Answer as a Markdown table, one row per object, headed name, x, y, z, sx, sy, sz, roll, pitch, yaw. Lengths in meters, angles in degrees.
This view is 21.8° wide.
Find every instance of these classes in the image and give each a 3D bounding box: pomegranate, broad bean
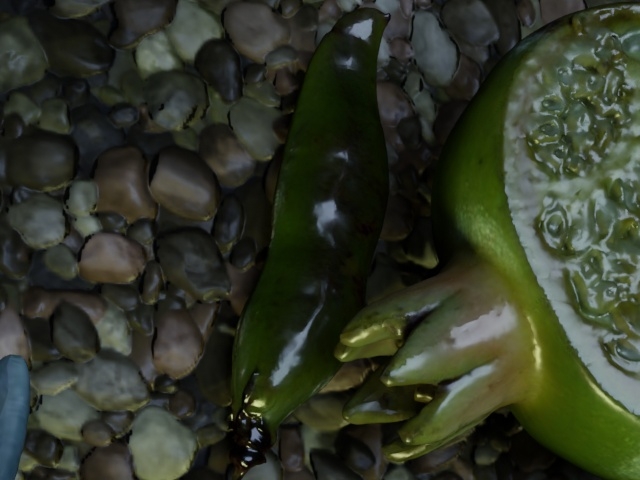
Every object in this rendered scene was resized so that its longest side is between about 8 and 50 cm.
| name | x | y | z | sx | sy | sz | roll | pitch | yaw |
| --- | --- | --- | --- | --- | --- | --- | --- | --- | --- |
| pomegranate | 0.167 | 0.030 | 1.060 | 0.358 | 0.216 | 0.310 | -26 | 84 | -15 |
| broad bean | 0.000 | 0.000 | 1.061 | 0.077 | 0.061 | 0.339 | 18 | 64 | -9 |

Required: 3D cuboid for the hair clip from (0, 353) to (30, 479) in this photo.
| name | x | y | z | sx | sy | sz | roll | pitch | yaw |
| --- | --- | --- | --- | --- | --- | --- | --- | --- | --- |
| hair clip | -0.289 | 0.143 | 0.713 | 0.238 | 0.318 | 0.392 | 16 | 64 | -25 |
